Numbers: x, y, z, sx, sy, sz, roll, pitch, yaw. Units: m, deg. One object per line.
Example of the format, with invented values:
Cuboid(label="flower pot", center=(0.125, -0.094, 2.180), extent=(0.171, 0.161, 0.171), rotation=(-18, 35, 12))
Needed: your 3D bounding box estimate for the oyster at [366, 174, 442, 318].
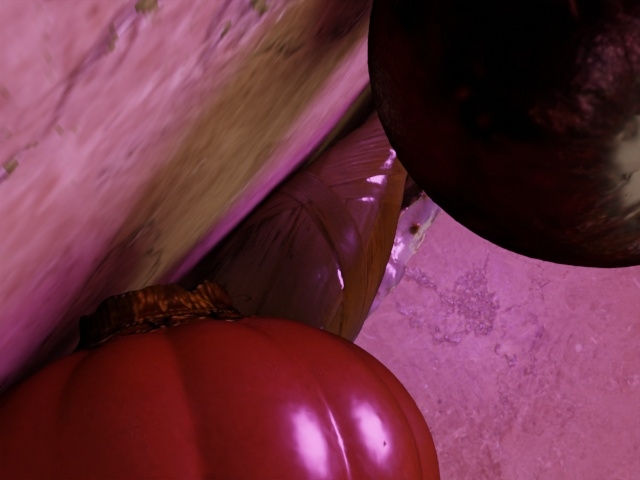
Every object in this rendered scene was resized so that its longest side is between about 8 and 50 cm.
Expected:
Cuboid(label="oyster", center=(0.039, -0.025, 0.852), extent=(0.396, 0.111, 0.204), rotation=(-56, 171, 2))

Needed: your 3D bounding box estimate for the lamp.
Cuboid(label="lamp", center=(-0.057, 0.119, 0.435), extent=(0.223, 0.196, 0.223), rotation=(-13, 164, -4))

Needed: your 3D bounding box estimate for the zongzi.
Cuboid(label="zongzi", center=(0.000, 0.000, 0.646), extent=(0.256, 0.115, 0.228), rotation=(-58, 174, 6))

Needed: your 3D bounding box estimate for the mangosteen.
Cuboid(label="mangosteen", center=(0.131, -0.116, 0.505), extent=(0.235, 0.236, 0.261), rotation=(-53, -145, 18))
